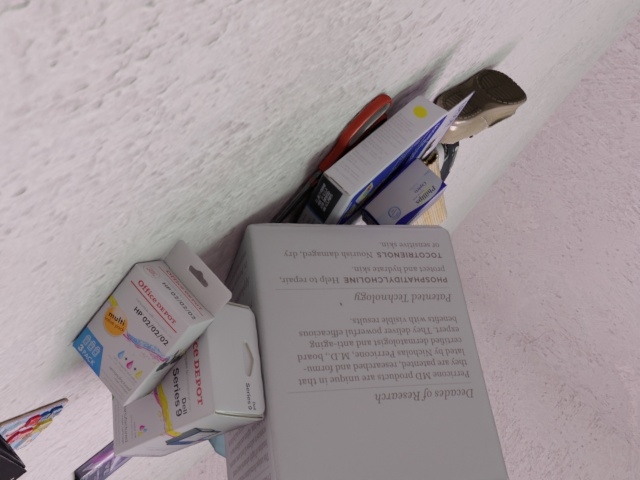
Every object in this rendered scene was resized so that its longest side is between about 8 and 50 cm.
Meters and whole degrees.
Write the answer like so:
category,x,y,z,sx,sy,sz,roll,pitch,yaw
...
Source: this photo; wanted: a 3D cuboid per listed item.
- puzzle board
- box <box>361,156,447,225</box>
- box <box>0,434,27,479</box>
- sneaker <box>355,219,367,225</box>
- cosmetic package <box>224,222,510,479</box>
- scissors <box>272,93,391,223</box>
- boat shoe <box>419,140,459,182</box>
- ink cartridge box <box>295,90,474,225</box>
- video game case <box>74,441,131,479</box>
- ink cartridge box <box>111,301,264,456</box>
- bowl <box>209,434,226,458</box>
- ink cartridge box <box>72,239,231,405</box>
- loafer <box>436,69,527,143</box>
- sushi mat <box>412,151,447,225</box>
category,x,y,z,sx,sy,sz,roll,pitch,yaw
puzzle board,-0.414,0.266,0.949,0.096,0.011,0.128,-48,167,15
box,0.138,-0.063,1.169,0.126,0.072,0.137,-43,173,-3
box,-0.467,0.288,0.679,0.307,0.076,0.242,-39,167,-24
sneaker,0.077,-0.029,1.466,0.152,0.061,0.054,-36,167,-30
cosmetic package,0.029,0.220,1.076,0.327,0.394,0.329,0,153,-19
scissors,-0.001,-0.106,1.047,0.297,0.021,0.109,-43,171,0
boat shoe,0.205,-0.116,1.471,0.091,0.114,0.302,-29,162,-35
ink cartridge box,0.089,-0.111,1.176,0.307,0.072,0.304,-43,172,-26
video game case,-0.421,0.451,1.533,0.274,0.026,0.196,-36,166,-33
ink cartridge box,-0.182,0.187,0.921,0.212,0.154,0.093,-27,150,32
bowl,-0.184,0.426,1.731,0.311,0.163,0.312,-170,-90,-89
ink cartridge box,-0.205,0.097,0.839,0.181,0.104,0.061,-49,167,16
loafer,0.302,-0.260,1.355,0.268,0.102,0.092,-23,159,-38
sushi mat,0.193,-0.059,1.389,0.151,0.019,0.316,-43,158,-3
